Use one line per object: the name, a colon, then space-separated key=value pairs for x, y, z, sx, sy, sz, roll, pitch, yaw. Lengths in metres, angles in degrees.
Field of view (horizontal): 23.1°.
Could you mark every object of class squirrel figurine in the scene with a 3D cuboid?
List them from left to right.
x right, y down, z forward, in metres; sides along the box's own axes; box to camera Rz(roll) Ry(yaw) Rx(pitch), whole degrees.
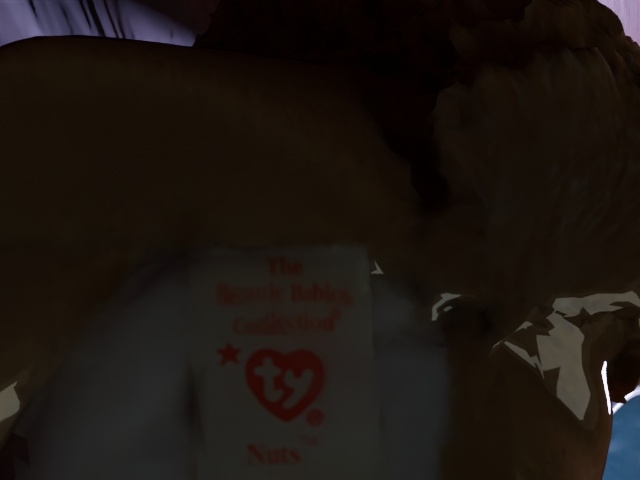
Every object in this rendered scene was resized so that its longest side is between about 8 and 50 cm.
squirrel figurine: x=-0.041 y=0.059 z=0.614 sx=0.397 sy=0.281 sz=0.370 roll=-40 pitch=-178 yaw=-22

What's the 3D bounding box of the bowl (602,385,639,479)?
bowl: x=0.160 y=0.243 z=1.394 sx=0.311 sy=0.163 sz=0.312 roll=-45 pitch=147 yaw=-39
